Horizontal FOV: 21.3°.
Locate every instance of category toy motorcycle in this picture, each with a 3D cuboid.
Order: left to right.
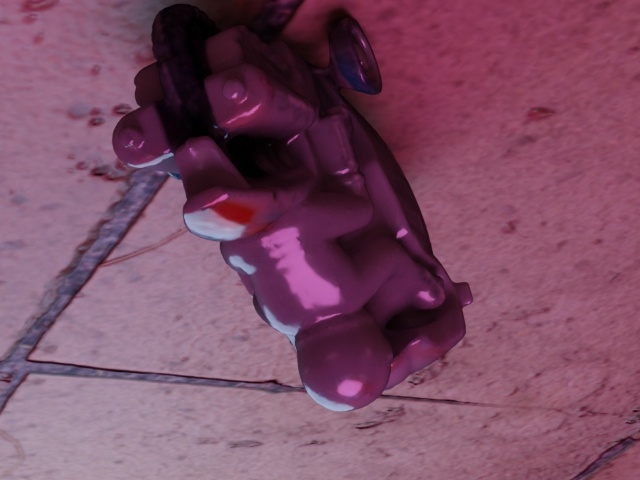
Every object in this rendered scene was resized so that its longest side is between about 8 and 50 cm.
[{"bbox_3d":[0.000,0.000,0.797,0.110,0.171,0.260,-24,150,16],"label":"toy motorcycle"}]
